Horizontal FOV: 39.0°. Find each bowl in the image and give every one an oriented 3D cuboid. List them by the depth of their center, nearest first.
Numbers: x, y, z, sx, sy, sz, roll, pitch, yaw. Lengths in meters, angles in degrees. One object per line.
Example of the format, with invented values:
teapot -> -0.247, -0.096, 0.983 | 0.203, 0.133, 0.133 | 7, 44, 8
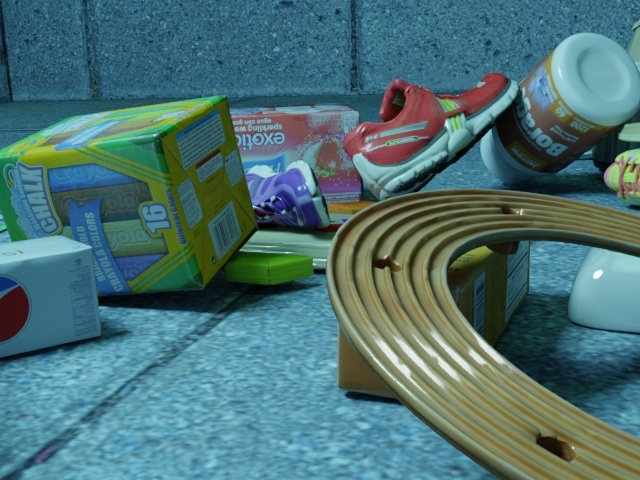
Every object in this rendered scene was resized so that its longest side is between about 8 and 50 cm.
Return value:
bowl -> 0.260, 0.025, 0.670 | 0.142, 0.053, 0.142 | 5, 15, 22

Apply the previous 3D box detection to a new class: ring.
ring -> 0.164, 0.055, 0.434 | 0.336, 0.032, 0.337 | 11, 24, -5

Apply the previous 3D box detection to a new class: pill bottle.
pill bottle -> 0.291, -0.154, 1.133 | 0.121, 0.121, 0.216 | -8, -18, -23

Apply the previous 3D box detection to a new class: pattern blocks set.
pattern blocks set -> 0.000, 0.000, 0.878 | 0.324, 0.026, 0.285 | 6, 15, 32

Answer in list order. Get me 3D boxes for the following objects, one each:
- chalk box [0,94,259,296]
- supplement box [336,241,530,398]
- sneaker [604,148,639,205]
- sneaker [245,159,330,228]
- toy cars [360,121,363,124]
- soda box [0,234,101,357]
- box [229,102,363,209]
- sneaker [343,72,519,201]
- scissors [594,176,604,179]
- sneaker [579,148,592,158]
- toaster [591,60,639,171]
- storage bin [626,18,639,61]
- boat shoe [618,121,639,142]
chalk box -> -0.183, -0.036, 0.769 | 0.213, 0.132, 0.132 | -4, 22, 20
supplement box -> 0.086, 0.032, 0.615 | 0.078, 0.080, 0.233 | 5, 13, 22
sneaker -> 0.366, -0.066, 1.003 | 0.094, 0.082, 0.208 | 1, 2, 13
sneaker -> -0.049, -0.033, 0.875 | 0.071, 0.068, 0.170 | -27, 14, -27
toy cars -> -0.044, -0.169, 1.482 | 0.393, 0.087, 0.176 | 4, 14, 28
soda box -> -0.268, 0.049, 0.622 | 0.216, 0.069, 0.074 | -10, 14, -33
box -> -0.083, -0.099, 1.106 | 0.256, 0.123, 0.128 | -4, 13, -6
sneaker -> 0.134, -0.151, 1.068 | 0.279, 0.118, 0.107 | -37, -7, -39
scissors -> 0.469, -0.067, 1.100 | 0.297, 0.021, 0.109 | 7, 16, 32
sneaker -> 0.404, -0.197, 1.476 | 0.295, 0.124, 0.178 | 12, 10, 44
toaster -> 0.437, -0.166, 1.220 | 0.129, 0.147, 0.227 | -1, 8, 11
storage bin -> 0.616, -0.258, 1.391 | 0.260, 0.123, 0.262 | 24, 1, 3
boat shoe -> 0.404, -0.132, 0.996 | 0.056, 0.048, 0.153 | -3, 2, -42
